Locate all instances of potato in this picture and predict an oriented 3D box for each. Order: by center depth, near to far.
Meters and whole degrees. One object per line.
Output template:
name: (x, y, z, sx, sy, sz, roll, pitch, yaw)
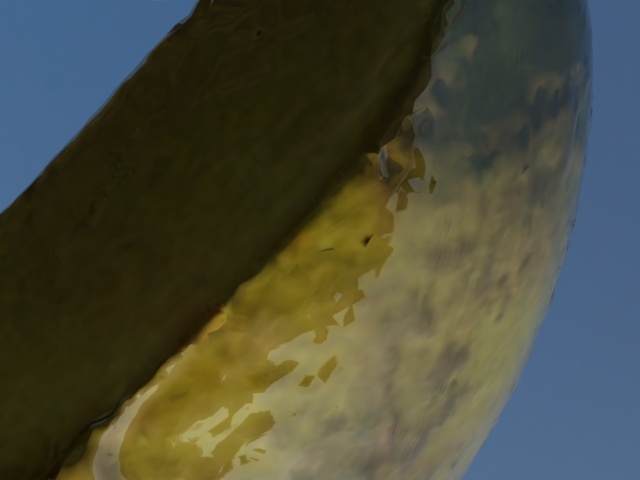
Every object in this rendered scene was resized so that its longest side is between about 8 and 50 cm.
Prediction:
potato: (0.000, 0.000, 0.529, 0.112, 0.269, 0.255, 46, -57, 30)
